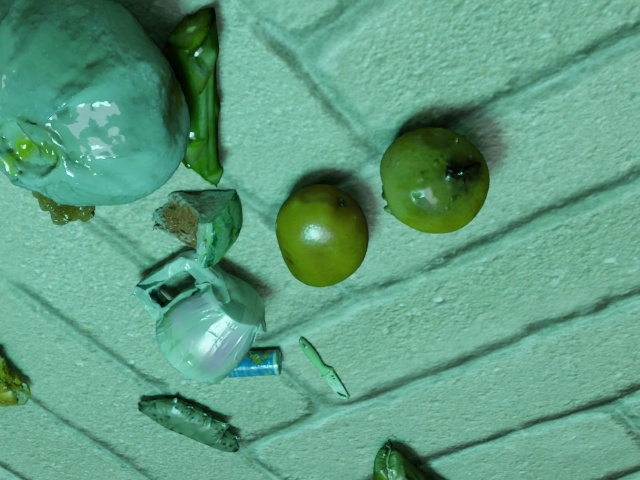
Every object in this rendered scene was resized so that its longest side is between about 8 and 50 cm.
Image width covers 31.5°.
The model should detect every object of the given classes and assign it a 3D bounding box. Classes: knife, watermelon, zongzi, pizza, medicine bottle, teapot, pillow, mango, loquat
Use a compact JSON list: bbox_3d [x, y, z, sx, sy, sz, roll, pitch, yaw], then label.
[{"bbox_3d":[0.009,0.250,2.203,0.030,0.014,0.207,-15,134,21],"label":"knife"},{"bbox_3d":[-0.195,-0.042,1.905,0.158,0.121,0.098,32,133,40],"label":"watermelon"},{"bbox_3d":[0.211,0.503,2.385,0.204,0.094,0.205,0,136,1],"label":"zongzi"},{"bbox_3d":[-0.712,0.230,2.215,0.335,0.086,0.226,23,129,-18],"label":"pizza"},{"bbox_3d":[-0.169,0.239,2.185,0.191,0.051,0.051,-6,135,11],"label":"medicine bottle"},{"bbox_3d":[-0.198,0.123,2.025,0.178,0.221,0.163,-45,156,29],"label":"teapot"},{"bbox_3d":[-0.258,0.372,2.332,0.241,0.051,0.093,29,132,-19],"label":"pillow"},{"bbox_3d":[0.006,-0.001,1.869,0.151,0.120,0.221,1,143,11],"label":"mango"},{"bbox_3d":[0.166,-0.086,1.740,0.172,0.149,0.204,27,147,-22],"label":"loquat"}]

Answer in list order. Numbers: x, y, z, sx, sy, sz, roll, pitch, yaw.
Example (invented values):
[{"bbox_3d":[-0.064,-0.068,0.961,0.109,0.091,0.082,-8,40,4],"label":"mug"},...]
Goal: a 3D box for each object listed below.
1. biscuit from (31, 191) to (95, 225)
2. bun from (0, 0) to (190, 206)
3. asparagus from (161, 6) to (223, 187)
[{"bbox_3d":[-0.434,-0.076,1.910,0.119,0.019,0.130,-27,128,30],"label":"biscuit"},{"bbox_3d":[-0.361,-0.189,1.617,0.362,0.211,0.362,11,132,12],"label":"bun"},{"bbox_3d":[-0.188,-0.201,1.715,0.085,0.082,0.343,-22,143,-24],"label":"asparagus"}]
